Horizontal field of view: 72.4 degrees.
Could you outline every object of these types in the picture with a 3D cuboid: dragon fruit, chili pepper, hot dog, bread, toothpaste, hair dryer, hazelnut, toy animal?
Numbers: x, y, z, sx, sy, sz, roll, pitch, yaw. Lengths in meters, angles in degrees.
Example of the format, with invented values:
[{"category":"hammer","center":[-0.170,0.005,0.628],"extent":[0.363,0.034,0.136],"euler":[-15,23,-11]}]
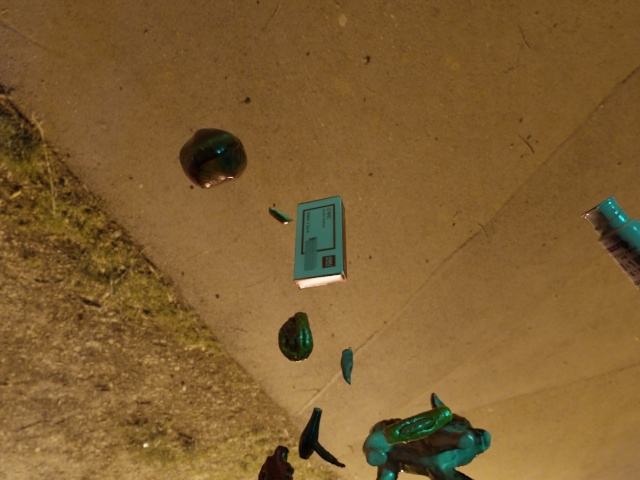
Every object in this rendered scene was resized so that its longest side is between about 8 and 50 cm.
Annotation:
[{"category":"dragon fruit","center":[-0.082,0.493,0.887],"extent":[0.097,0.131,0.063],"euler":[20,158,5]},{"category":"chili pepper","center":[0.091,0.423,1.487],"extent":[0.050,0.153,0.041],"euler":[26,131,-15]},{"category":"hot dog","center":[-0.099,0.395,1.831],"extent":[0.160,0.227,0.099],"euler":[-41,122,15]},{"category":"bread","center":[-0.189,-0.111,2.011],"extent":[0.126,0.129,0.044],"euler":[31,98,-10]},{"category":"toothpaste","center":[0.590,0.058,0.777],"extent":[0.073,0.299,0.114],"euler":[-28,164,-12]},{"category":"hair dryer","center":[0.017,0.748,1.597],"extent":[0.075,0.219,0.195],"euler":[12,98,-48]},{"category":"hazelnut","center":[-0.363,-0.291,1.506],"extent":[0.229,0.229,0.229],"euler":[-7,137,-6]},{"category":"hot dog","center":[0.185,0.347,0.818],"extent":[0.137,0.044,0.028],"euler":[-14,150,-10]},{"category":"toy animal","center":[0.281,0.544,1.178],"extent":[0.344,0.194,0.302],"euler":[-17,180,18]}]

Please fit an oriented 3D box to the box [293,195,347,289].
[{"category":"box","center":[0.000,0.000,1.051],"extent":[0.123,0.229,0.050],"euler":[-9,144,14]}]
